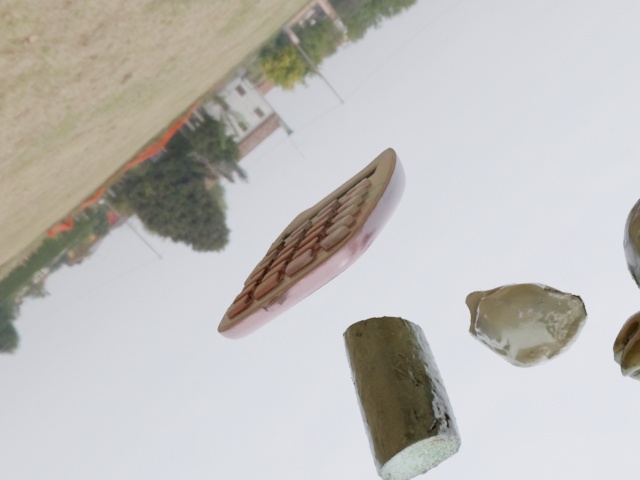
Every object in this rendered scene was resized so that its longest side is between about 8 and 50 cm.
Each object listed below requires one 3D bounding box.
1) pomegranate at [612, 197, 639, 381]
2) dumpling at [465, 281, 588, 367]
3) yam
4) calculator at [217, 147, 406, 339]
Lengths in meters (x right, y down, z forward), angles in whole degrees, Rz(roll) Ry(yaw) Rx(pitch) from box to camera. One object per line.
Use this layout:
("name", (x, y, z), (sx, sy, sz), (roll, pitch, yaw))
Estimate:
("pomegranate", (0.372, 0.020, 0.591), (0.241, 0.159, 0.189), (-54, -166, 50))
("dumpling", (0.315, 0.131, 0.942), (0.118, 0.136, 0.199), (-4, -174, -42))
("yam", (0.135, 0.260, 1.023), (0.161, 0.161, 0.268), (-35, -138, 23))
("calculator", (0.000, 0.000, 0.654), (0.220, 0.048, 0.329), (-34, -170, 25))
